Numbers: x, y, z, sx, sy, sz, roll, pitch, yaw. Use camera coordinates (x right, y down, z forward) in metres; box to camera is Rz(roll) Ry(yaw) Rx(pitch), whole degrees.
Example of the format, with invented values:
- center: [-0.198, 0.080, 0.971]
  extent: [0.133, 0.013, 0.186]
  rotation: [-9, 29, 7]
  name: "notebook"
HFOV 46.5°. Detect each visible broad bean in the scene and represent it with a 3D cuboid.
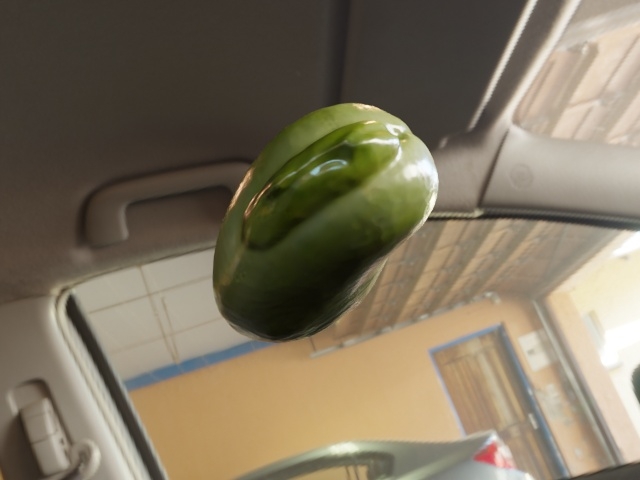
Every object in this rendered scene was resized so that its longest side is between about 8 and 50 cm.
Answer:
- center: [0.000, 0.000, 0.416]
  extent: [0.124, 0.082, 0.174]
  rotation: [-19, -33, -36]
  name: "broad bean"
